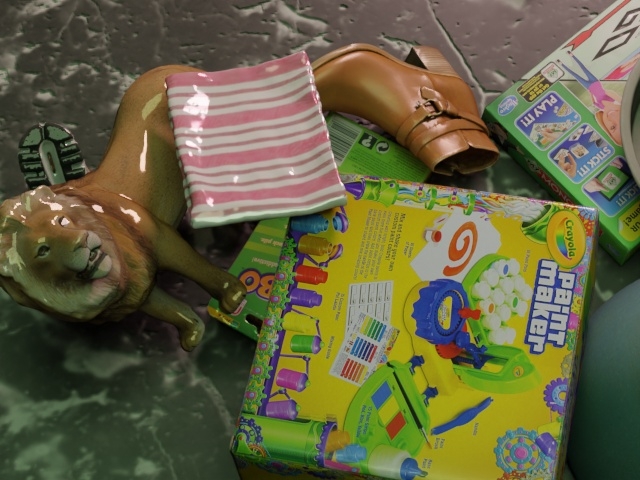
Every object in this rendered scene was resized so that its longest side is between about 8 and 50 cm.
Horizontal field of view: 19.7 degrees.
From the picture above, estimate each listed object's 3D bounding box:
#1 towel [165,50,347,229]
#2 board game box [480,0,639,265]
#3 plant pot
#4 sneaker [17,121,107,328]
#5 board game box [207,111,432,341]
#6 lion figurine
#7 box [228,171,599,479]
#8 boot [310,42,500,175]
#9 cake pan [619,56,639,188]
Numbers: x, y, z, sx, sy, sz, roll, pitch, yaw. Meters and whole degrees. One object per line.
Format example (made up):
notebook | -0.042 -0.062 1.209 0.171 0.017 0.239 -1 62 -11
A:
towel | -0.063 -0.094 1.696 0.144 0.029 0.197 -11 48 -4
board game box | 0.355 -0.150 1.934 0.317 0.046 0.213 -39 74 -17
plant pot | 0.381 0.136 1.736 0.290 0.195 0.290 1 67 -2
sneaker | -0.244 -0.015 1.836 0.081 0.094 0.208 -13 92 -6
board game box | 0.000 0.000 1.862 0.124 0.039 0.259 28 66 9
lion figurine | -0.165 -0.055 1.767 0.240 0.142 0.392 35 44 -17
box | 0.094 0.115 1.675 0.279 0.177 0.290 9 63 11
boot | 0.078 -0.126 1.869 0.197 0.073 0.152 -12 56 -25
cake pan | 0.442 -0.098 1.858 0.293 0.054 0.293 1 65 -3
